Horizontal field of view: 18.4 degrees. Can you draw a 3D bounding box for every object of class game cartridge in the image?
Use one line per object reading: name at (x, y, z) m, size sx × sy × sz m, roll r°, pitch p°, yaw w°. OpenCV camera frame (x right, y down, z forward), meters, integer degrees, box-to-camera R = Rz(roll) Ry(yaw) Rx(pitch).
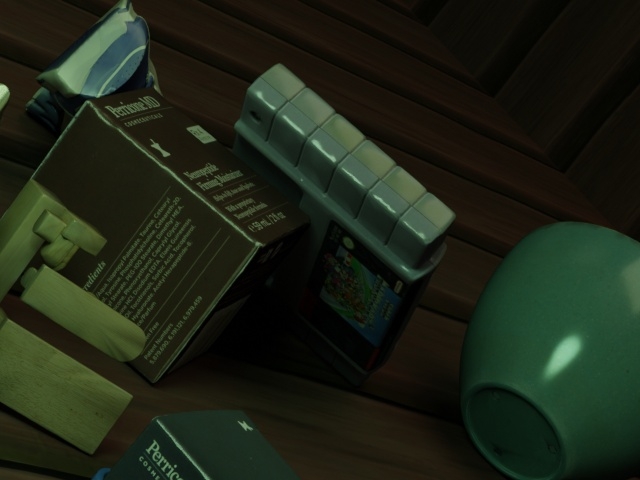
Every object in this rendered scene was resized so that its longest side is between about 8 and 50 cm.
game cartridge at (0.000, 0.000, 1.914) m, size 0.230 × 0.068 × 0.355 m, roll 45°, pitch -25°, yaw 12°

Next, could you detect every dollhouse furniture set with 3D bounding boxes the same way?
dollhouse furniture set at (-0.208, 0.058, 1.583) m, size 0.123 × 0.144 × 0.151 m, roll 35°, pitch 2°, yaw -27°

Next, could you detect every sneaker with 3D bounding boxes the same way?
sneaker at (-0.186, -0.125, 1.984) m, size 0.182 × 0.127 × 0.315 m, roll 45°, pitch -12°, yaw -4°

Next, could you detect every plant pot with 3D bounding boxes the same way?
plant pot at (0.261, 0.153, 2.113) m, size 0.290 × 0.290 × 0.195 m, roll 42°, pitch 52°, yaw 12°

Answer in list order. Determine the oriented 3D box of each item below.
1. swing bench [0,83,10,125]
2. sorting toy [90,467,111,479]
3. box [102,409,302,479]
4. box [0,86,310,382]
swing bench at (-0.364, -0.101, 1.416) m, size 0.255 × 0.165 × 0.253 m, roll 46°, pitch -17°, yaw 2°
sorting toy at (-0.046, 0.274, 1.334) m, size 0.365 × 0.126 × 0.127 m, roll 47°, pitch 19°, yaw 25°
box at (-0.088, 0.228, 1.219) m, size 0.153 × 0.207 × 0.108 m, roll 45°, pitch 18°, yaw 23°
box at (-0.151, -0.009, 1.786) m, size 0.203 × 0.167 × 0.168 m, roll 40°, pitch 17°, yaw 6°
